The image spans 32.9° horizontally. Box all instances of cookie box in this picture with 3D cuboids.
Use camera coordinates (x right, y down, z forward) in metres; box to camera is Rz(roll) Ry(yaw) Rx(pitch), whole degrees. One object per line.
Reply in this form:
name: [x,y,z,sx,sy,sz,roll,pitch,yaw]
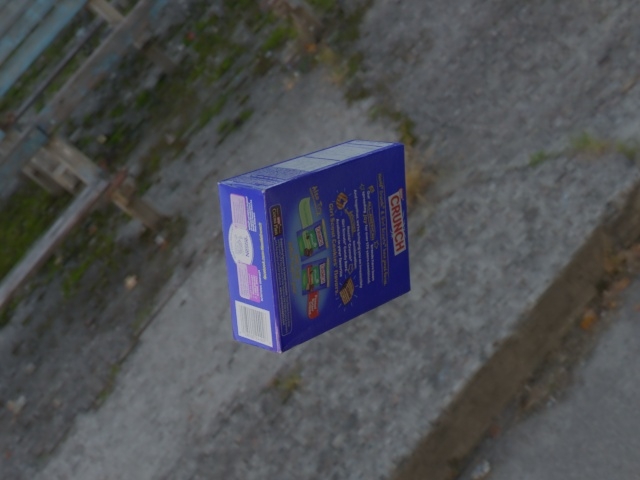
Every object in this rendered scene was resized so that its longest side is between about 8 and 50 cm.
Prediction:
cookie box: [0.000,0.000,0.593,0.040,0.091,0.107,14,25,43]
